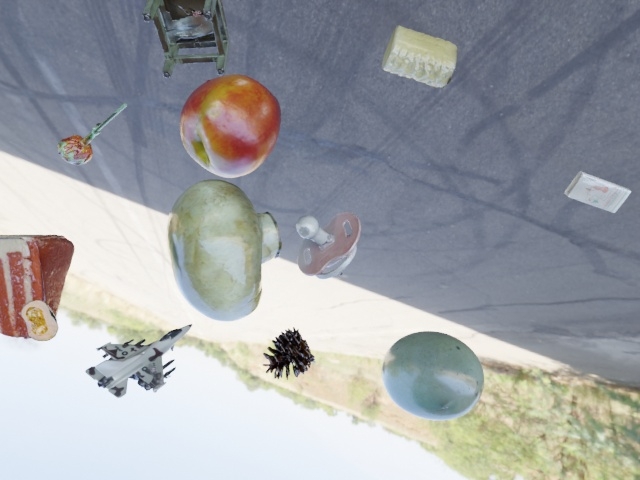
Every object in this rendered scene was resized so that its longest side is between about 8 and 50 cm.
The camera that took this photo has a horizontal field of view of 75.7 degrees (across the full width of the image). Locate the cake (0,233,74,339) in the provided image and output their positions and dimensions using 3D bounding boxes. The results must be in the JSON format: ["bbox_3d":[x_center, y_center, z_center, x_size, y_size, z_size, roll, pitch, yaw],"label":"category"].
[{"bbox_3d":[-0.740,0.103,1.062,0.158,0.261,0.159,2,-168,0],"label":"cake"}]

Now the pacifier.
[{"bbox_3d":[0.016,0.003,1.684,0.332,0.220,0.273,-35,95,21],"label":"pacifier"}]

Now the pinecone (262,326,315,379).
[{"bbox_3d":[-0.112,0.385,1.365,0.162,0.165,0.163,58,174,9],"label":"pinecone"}]

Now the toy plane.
[{"bbox_3d":[-0.340,0.230,0.804,0.160,0.082,0.234,25,-164,20],"label":"toy plane"}]

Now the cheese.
[{"bbox_3d":[0.245,-0.451,1.020,0.167,0.123,0.094,15,160,-5],"label":"cheese"}]

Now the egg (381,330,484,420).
[{"bbox_3d":[0.217,0.267,0.824,0.169,0.169,0.236,23,155,-17],"label":"egg"}]

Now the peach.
[{"bbox_3d":[-0.322,-0.434,1.541,0.389,0.388,0.388,16,162,5],"label":"peach"}]

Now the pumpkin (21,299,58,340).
[{"bbox_3d":[-0.539,0.152,0.796,0.050,0.083,0.028,-17,-168,-19],"label":"pumpkin"}]

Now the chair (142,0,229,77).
[{"bbox_3d":[-0.277,-0.494,0.895,0.137,0.270,0.147,-4,147,-2],"label":"chair"}]

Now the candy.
[{"bbox_3d":[-0.647,-0.311,1.177,0.288,0.078,0.084,-28,156,26],"label":"candy"}]

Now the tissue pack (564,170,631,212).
[{"bbox_3d":[0.576,-0.100,0.857,0.108,0.023,0.056,20,121,-2],"label":"tissue pack"}]

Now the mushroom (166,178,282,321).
[{"bbox_3d":[-0.240,0.022,1.025,0.261,0.352,0.352,-15,174,-23],"label":"mushroom"}]
